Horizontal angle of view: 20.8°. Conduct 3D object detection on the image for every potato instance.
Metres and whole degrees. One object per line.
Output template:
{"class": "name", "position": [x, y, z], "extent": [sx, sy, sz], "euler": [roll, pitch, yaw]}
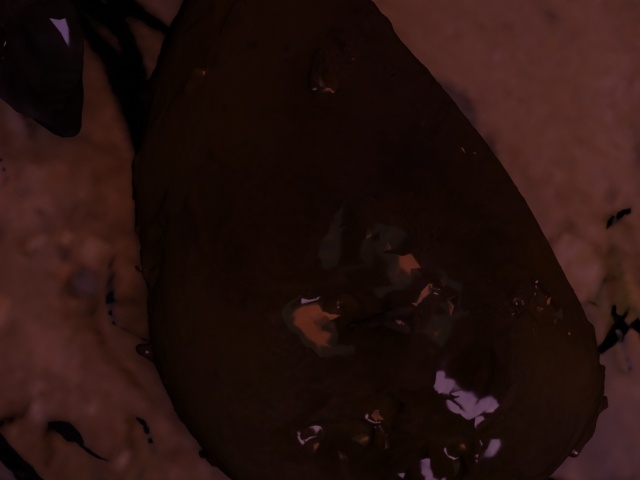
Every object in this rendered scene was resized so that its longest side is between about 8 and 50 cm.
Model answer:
{"class": "potato", "position": [0.000, 0.000, 0.438], "extent": [0.100, 0.089, 0.172], "euler": [-32, 90, -13]}

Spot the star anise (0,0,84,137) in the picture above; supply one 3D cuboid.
{"class": "star anise", "position": [-0.106, -0.148, 0.429], "extent": [0.236, 0.109, 0.223], "euler": [4, 74, -7]}
